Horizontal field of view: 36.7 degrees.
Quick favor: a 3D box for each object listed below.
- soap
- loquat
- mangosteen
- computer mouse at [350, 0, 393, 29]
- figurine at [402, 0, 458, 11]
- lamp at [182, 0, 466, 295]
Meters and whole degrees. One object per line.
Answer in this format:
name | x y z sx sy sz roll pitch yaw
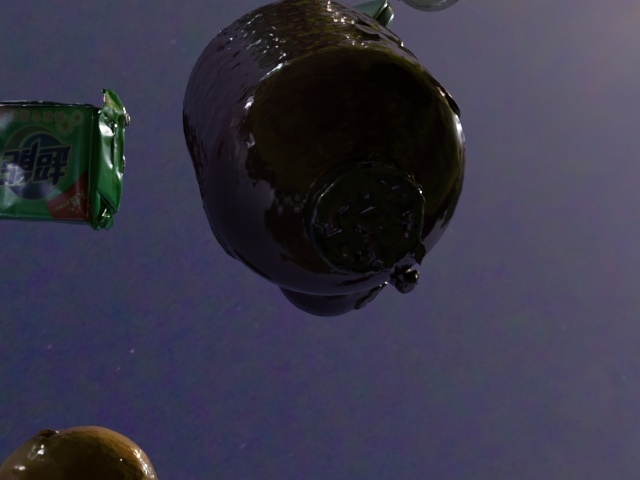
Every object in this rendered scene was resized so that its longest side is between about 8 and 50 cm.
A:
soap | -0.400 -0.100 1.317 0.098 0.273 0.217 -9 -78 -71
loquat | -0.315 0.355 1.253 0.238 0.193 0.238 20 -120 -39
mangosteen | 0.000 0.000 1.582 0.257 0.215 0.215 46 -140 10
computer mouse | -0.025 -0.202 1.137 0.097 0.288 0.159 41 -115 -7
figurine | 0.171 -0.390 1.323 0.132 0.132 0.154 50 -142 1
lamp | 0.000 -0.064 0.650 0.180 0.180 0.258 25 -161 -25
